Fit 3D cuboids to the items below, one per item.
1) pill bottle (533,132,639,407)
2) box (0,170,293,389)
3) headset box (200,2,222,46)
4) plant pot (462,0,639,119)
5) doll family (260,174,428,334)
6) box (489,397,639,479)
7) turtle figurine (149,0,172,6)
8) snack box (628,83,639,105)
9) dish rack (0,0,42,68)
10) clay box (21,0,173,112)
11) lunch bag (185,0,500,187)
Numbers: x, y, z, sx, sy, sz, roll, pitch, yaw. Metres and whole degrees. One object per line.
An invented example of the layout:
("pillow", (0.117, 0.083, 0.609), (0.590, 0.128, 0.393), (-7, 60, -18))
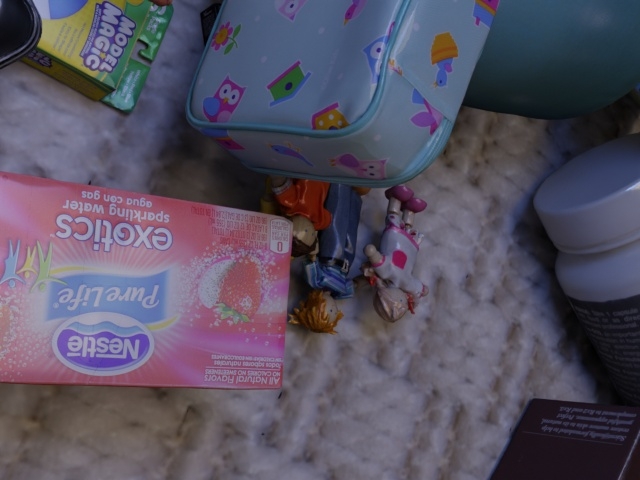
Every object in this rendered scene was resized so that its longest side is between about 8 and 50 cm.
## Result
("pill bottle", (0.413, 0.066, 1.020), (0.204, 0.204, 0.361), (-42, 109, -30))
("box", (-0.186, 0.037, 0.646), (0.300, 0.154, 0.142), (8, 80, -34))
("headset box", (-0.077, -0.182, 0.815), (0.062, 0.032, 0.083), (-6, 87, -35))
("plant pot", (0.167, -0.260, 0.808), (0.235, 0.293, 0.293), (-10, 91, -46))
("doll family", (0.000, 0.000, 0.819), (0.263, 0.118, 0.163), (36, 59, -46))
("box", (0.321, 0.309, 0.954), (0.203, 0.168, 0.167), (48, 62, -21))
("turtle figurine", (-0.110, -0.311, 0.740), (0.217, 0.087, 0.269), (58, 38, -6))
("snack box", (0.423, -0.170, 1.019), (0.187, 0.060, 0.322), (39, 21, -25))
("dish rack", (-0.346, -0.217, 0.573), (0.208, 0.074, 0.271), (-28, 95, -7))
("clay box", (-0.226, -0.212, 0.704), (0.222, 0.053, 0.127), (27, 71, -29))
("lunch bag", (0.021, -0.184, 0.658), (0.108, 0.224, 0.279), (34, 71, -44))
